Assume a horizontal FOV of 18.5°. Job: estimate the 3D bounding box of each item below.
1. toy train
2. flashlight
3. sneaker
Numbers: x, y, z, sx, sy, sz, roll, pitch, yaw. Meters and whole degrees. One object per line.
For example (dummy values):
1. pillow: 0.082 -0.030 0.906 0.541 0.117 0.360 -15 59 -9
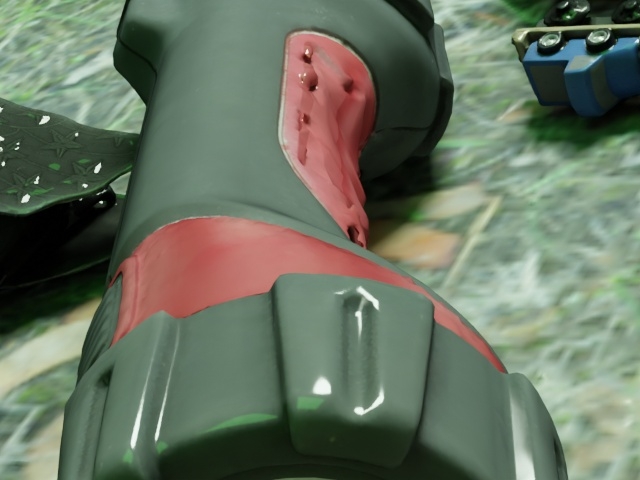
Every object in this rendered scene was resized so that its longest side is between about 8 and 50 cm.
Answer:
1. toy train: 0.121 -0.049 0.539 0.158 0.027 0.036 3 48 35
2. flashlight: 0.000 0.000 0.474 0.103 0.103 0.304 -20 25 12
3. sneaker: -0.130 -0.014 0.619 0.170 0.051 0.089 15 48 38
